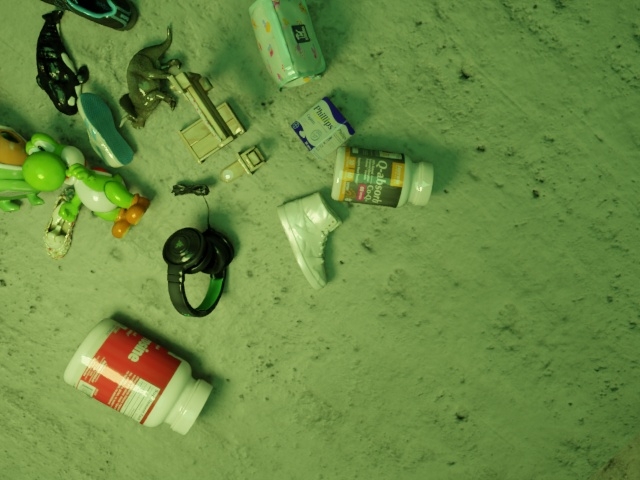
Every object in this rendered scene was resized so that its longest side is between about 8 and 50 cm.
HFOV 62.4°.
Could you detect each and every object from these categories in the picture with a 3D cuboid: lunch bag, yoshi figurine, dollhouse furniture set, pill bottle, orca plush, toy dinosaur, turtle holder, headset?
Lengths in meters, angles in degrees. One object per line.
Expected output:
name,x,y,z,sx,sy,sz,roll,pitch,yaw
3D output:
lunch bag,-0.088,-0.525,1.409,0.160,0.262,0.223,-17,102,5
yoshi figurine,-0.686,-0.145,1.500,0.362,0.203,0.203,40,83,-21
dollhouse furniture set,-0.313,-0.270,1.423,0.174,0.355,0.303,-32,102,8
pill bottle,0.176,-0.180,1.539,0.279,0.162,0.162,7,103,-1
orca plush,-0.752,-0.504,1.501,0.151,0.102,0.286,9,103,-2
toy dinosaur,-0.489,-0.458,1.502,0.161,0.121,0.313,10,106,-8
turtle holder,-0.960,-0.202,1.531,0.244,0.320,0.227,-6,90,-41
pill bottle,-0.559,0.436,1.657,0.408,0.229,0.229,32,102,-7
headset,-0.382,0.028,1.575,0.186,0.243,0.393,4,89,19

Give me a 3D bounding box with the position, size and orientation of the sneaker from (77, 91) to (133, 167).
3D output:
sneaker,-0.644,-0.317,1.540,0.092,0.087,0.228,-9,114,37

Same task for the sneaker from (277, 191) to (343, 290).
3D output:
sneaker,0.000,0.000,1.611,0.169,0.108,0.292,-22,101,9

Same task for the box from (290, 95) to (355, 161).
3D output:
box,0.007,-0.322,1.521,0.137,0.072,0.126,-39,59,8

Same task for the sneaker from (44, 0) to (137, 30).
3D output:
sneaker,-0.677,-0.685,1.434,0.341,0.139,0.124,20,104,-5

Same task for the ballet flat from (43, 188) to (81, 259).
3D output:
ballet flat,-0.806,-0.046,1.623,0.091,0.077,0.240,19,103,-4
